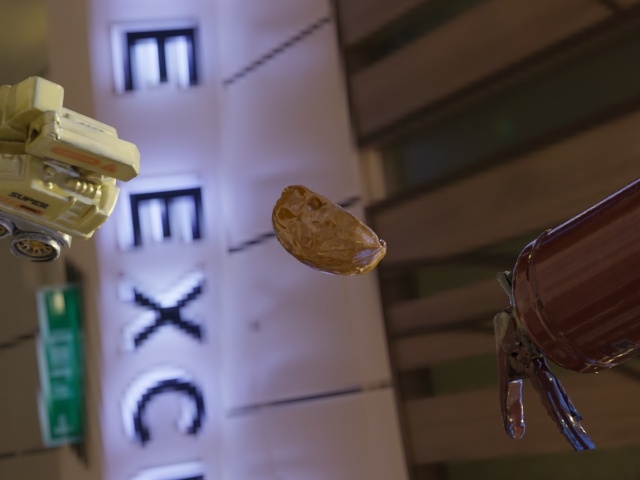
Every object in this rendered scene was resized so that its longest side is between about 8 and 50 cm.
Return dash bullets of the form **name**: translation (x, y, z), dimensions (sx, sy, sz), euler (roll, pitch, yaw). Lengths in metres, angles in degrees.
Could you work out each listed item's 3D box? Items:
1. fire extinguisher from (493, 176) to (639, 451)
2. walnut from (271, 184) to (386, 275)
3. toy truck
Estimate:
- **fire extinguisher**: translation (0.218, 0.036, 1.241), dimensions (0.337, 0.106, 0.147), euler (-36, -114, 48)
- **walnut**: translation (0.000, 0.000, 1.705), dimensions (0.121, 0.052, 0.091), euler (26, -19, 35)
- **toy truck**: translation (-0.295, -0.090, 1.683), dimensions (0.157, 0.272, 0.124), euler (-30, -134, 44)
